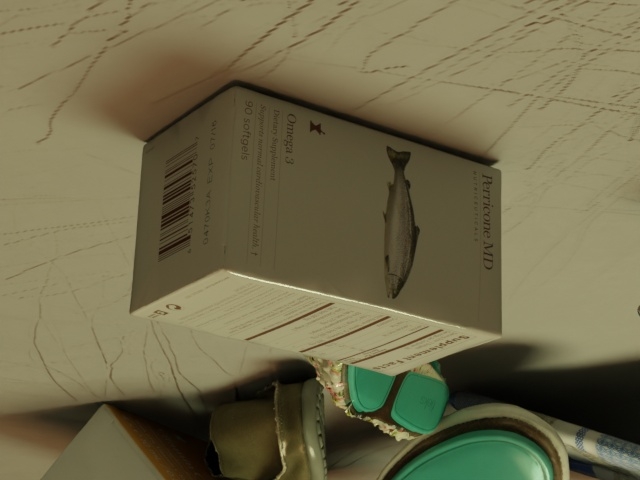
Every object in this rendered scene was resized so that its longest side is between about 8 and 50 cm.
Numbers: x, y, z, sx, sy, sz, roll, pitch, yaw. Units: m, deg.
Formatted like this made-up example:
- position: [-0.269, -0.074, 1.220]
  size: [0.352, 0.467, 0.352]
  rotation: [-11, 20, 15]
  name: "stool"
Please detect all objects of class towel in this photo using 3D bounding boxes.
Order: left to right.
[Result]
- position: [0.268, 0.193, 1.338]
  size: [0.285, 0.034, 0.209]
  rotation: [15, 172, 40]
  name: "towel"

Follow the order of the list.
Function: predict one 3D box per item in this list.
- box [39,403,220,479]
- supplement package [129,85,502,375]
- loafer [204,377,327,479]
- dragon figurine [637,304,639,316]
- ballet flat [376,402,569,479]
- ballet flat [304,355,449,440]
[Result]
- position: [-0.099, 0.318, 1.523]
  size: [0.168, 0.215, 0.345]
  rotation: [-51, 144, 6]
  name: "box"
- position: [0.000, 0.000, 0.885]
  size: [0.179, 0.105, 0.105]
  rotation: [14, 156, -31]
  name: "supplement package"
- position: [-0.051, 0.178, 1.384]
  size: [0.087, 0.094, 0.251]
  rotation: [2, 160, -12]
  name: "loafer"
- position: [0.323, 0.004, 0.897]
  size: [0.289, 0.085, 0.144]
  rotation: [-2, 159, 11]
  name: "dragon figurine"
- position: [0.103, 0.248, 1.370]
  size: [0.139, 0.139, 0.400]
  rotation: [9, 131, -18]
  name: "ballet flat"
- position: [0.029, 0.089, 1.166]
  size: [0.077, 0.091, 0.241]
  rotation: [22, 164, 25]
  name: "ballet flat"
